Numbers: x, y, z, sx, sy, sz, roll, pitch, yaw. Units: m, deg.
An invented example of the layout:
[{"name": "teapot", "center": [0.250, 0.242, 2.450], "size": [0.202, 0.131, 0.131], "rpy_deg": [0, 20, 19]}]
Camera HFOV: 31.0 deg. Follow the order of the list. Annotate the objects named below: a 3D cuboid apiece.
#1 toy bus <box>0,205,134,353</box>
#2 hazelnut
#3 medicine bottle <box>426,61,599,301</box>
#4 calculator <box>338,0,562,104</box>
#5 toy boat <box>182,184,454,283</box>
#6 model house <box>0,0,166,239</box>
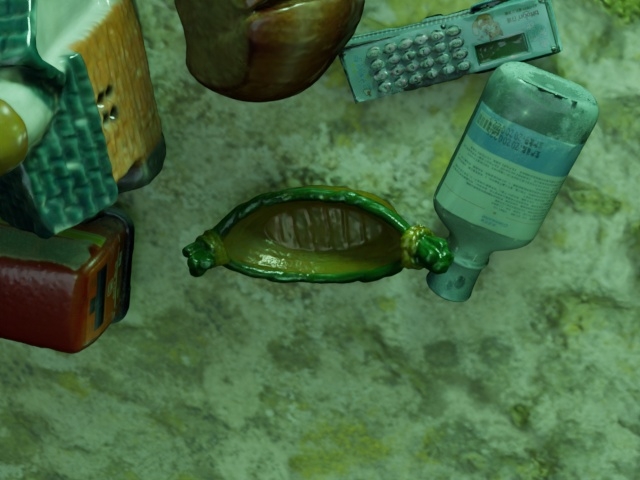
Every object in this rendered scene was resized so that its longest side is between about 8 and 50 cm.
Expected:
[{"name": "toy bus", "center": [-0.309, 0.017, 1.033], "size": [0.265, 0.120, 0.121], "rpy_deg": [13, 119, 6]}, {"name": "hazelnut", "center": [-0.035, -0.177, 0.865], "size": [0.143, 0.143, 0.154], "rpy_deg": [15, 128, 5]}, {"name": "medicine bottle", "center": [0.143, -0.041, 0.932], "size": [0.090, 0.053, 0.208], "rpy_deg": [22, 124, -1]}, {"name": "calculator", "center": [0.099, -0.152, 0.904], "size": [0.172, 0.018, 0.057], "rpy_deg": [-12, 116, 18]}, {"name": "toy boat", "center": [0.000, 0.000, 0.968], "size": [0.230, 0.088, 0.088], "rpy_deg": [-2, 116, 15]}, {"name": "model house", "center": [-0.255, -0.114, 0.856], "size": [0.190, 0.301, 0.271], "rpy_deg": [-6, 116, 9]}]
